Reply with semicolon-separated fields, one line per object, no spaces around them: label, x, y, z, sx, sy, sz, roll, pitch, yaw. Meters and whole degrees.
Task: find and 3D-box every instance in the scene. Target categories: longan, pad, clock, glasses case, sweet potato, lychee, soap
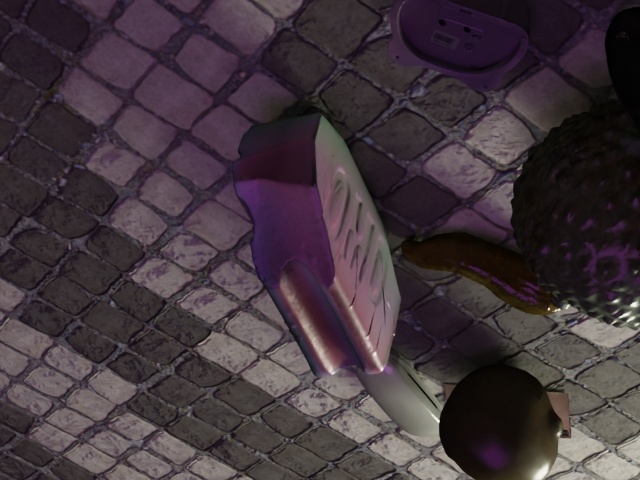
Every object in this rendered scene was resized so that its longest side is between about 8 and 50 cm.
longan;0.260;0.272;1.880;0.189;0.189;0.189;9;140;8
pad;0.286;0.259;1.982;0.187;0.006;0.113;2;136;17
clock;0.150;-0.232;1.429;0.152;0.050;0.110;19;140;-2
glasses case;0.124;0.235;1.973;0.074;0.049;0.193;-16;131;32
sweet potato;0.220;0.039;1.712;0.233;0.062;0.081;21;141;0
lychee;0.338;-0.031;1.447;0.255;0.255;0.274;30;109;-15
soap;0.000;0.000;1.637;0.109;0.193;0.324;-7;134;23

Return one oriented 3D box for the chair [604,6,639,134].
chair;0.477;-0.235;1.183;0.226;0.227;0.401;32;137;-17
